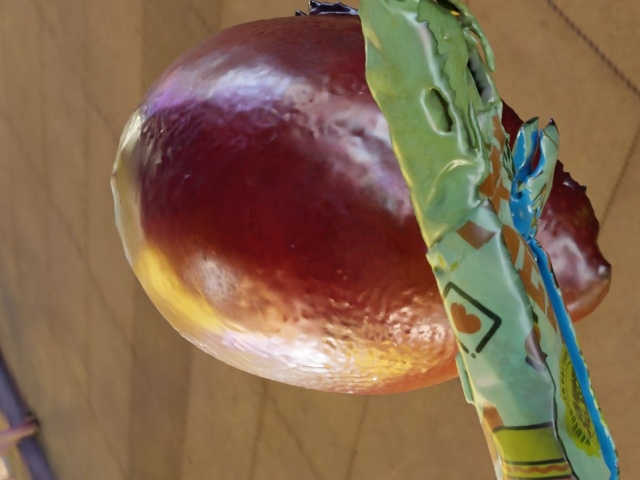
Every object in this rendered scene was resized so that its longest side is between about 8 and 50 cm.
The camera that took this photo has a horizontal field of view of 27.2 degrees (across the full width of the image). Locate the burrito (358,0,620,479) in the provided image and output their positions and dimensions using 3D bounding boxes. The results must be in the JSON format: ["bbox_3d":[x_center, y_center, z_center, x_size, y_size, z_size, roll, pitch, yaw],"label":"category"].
[{"bbox_3d":[0.088,0.007,0.615,0.054,0.104,0.288,-13,101,35],"label":"burrito"}]

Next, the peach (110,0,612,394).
[{"bbox_3d":[0.000,0.000,0.853,0.362,0.201,0.257,26,138,43],"label":"peach"}]
